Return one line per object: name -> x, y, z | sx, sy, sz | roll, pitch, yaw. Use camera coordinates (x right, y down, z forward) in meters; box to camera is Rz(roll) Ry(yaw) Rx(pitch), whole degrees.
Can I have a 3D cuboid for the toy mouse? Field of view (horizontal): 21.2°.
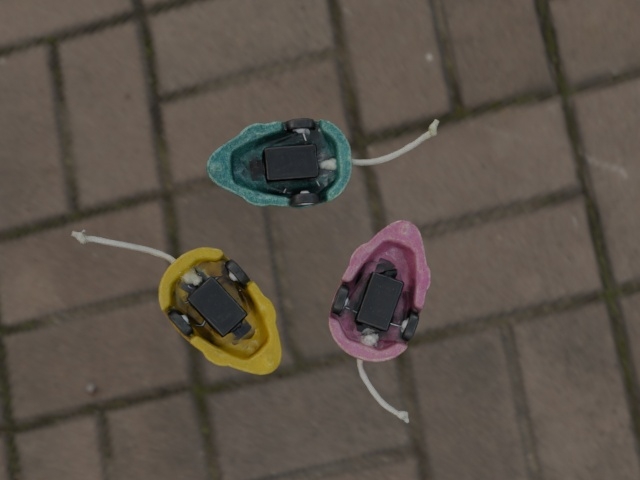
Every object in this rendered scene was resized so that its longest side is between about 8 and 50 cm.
toy mouse -> 0.000, 0.000, 0.744 | 0.161, 0.031, 0.143 | 42, 83, 0
